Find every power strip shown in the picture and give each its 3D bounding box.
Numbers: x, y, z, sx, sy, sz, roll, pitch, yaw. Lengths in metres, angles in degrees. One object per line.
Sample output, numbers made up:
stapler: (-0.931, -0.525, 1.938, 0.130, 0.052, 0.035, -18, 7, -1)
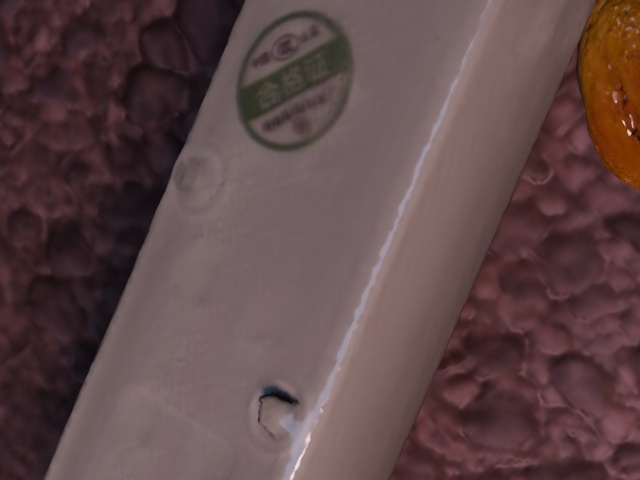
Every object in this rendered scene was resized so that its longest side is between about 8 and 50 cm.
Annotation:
power strip: (0.000, 0.000, 0.494, 0.091, 0.062, 0.385, 27, 95, 38)

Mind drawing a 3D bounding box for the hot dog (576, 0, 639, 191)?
hot dog: (0.205, -0.066, 0.438, 0.286, 0.061, 0.088, -13, 82, 25)
